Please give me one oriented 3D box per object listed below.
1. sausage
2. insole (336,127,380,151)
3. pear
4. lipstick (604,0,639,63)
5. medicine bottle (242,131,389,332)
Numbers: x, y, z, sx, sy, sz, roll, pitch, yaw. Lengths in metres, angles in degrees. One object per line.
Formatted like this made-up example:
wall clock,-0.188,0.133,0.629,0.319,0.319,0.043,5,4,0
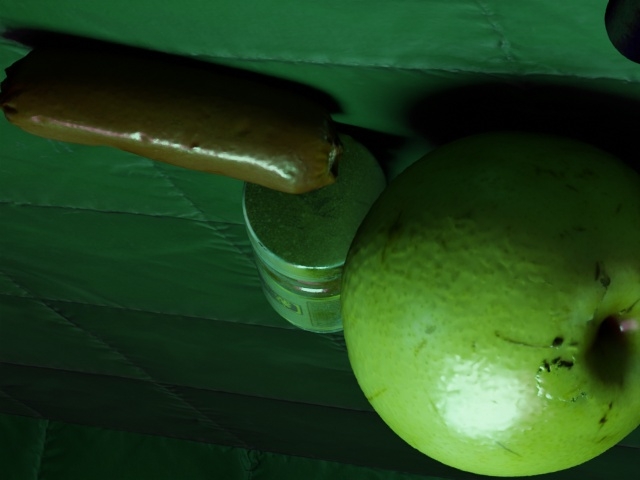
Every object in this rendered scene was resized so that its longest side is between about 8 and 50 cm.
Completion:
sausage,-0.146,-0.125,1.779,0.348,0.097,0.094,13,154,-2
insole,-0.050,-0.108,1.921,0.253,0.005,0.086,3,162,30
pear,0.187,0.061,1.732,0.348,0.348,0.348,11,163,3
lipstick,0.266,-0.203,1.254,0.081,0.081,0.300,13,165,-2
medicine bottle,0.000,0.000,1.969,0.151,0.151,0.322,11,165,5
